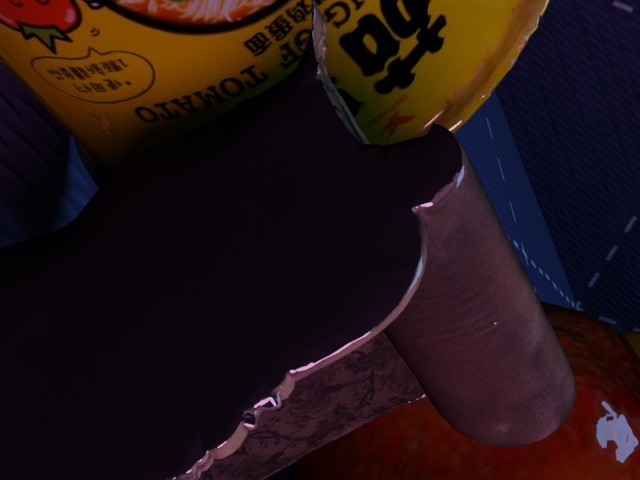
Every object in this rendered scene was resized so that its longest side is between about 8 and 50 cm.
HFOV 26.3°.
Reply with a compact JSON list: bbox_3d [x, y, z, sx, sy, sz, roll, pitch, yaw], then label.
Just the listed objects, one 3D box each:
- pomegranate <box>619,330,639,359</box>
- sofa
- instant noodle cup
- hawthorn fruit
[{"bbox_3d":[0.280,0.293,1.261,0.410,0.410,0.410,-18,90,-75],"label":"pomegranate"},{"bbox_3d":[-0.038,0.065,0.547,0.200,0.258,0.182,56,9,-50],"label":"sofa"},{"bbox_3d":[-0.072,-0.197,0.657,0.254,0.326,0.325,41,34,-46],"label":"instant noodle cup"},{"bbox_3d":[0.120,0.175,0.985,0.275,0.275,0.299,-91,168,-47],"label":"hawthorn fruit"}]
